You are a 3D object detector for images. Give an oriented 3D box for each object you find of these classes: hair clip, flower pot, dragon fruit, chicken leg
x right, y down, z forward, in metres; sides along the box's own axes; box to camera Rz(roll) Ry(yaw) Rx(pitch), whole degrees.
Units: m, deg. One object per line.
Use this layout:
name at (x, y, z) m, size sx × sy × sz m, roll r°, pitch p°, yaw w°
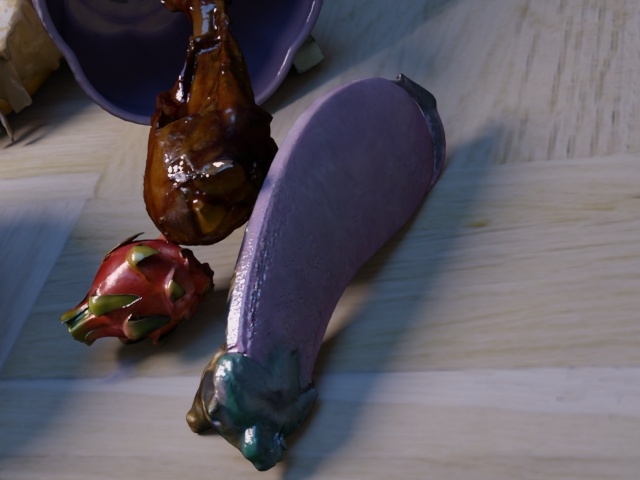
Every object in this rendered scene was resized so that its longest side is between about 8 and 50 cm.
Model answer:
hair clip at (-0.001, -0.001, 0.869) m, size 0.110 × 0.095 × 0.358 m, roll 27°, pitch 63°, yaw 6°
flower pot at (-0.166, -0.262, 1.125) m, size 0.265 × 0.265 × 0.243 m, roll -32°, pitch 31°, yaw -12°
dragon fruit at (-0.141, 0.043, 0.901) m, size 0.116 × 0.086 × 0.081 m, roll -32°, pitch 74°, yaw 7°
chicken leg at (-0.084, -0.126, 0.938) m, size 0.113 × 0.093 × 0.304 m, roll -22°, pitch 51°, yaw 28°

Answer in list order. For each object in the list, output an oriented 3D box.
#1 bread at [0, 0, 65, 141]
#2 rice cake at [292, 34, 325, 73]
bread at (-0.455, -0.202, 1.243) m, size 0.389 × 0.183 × 0.236 m, roll -5°, pitch 69°, yaw 13°
rice cake at (-0.047, -0.216, 1.185) m, size 0.042 × 0.030 × 0.180 m, roll -31°, pitch 40°, yaw -4°
